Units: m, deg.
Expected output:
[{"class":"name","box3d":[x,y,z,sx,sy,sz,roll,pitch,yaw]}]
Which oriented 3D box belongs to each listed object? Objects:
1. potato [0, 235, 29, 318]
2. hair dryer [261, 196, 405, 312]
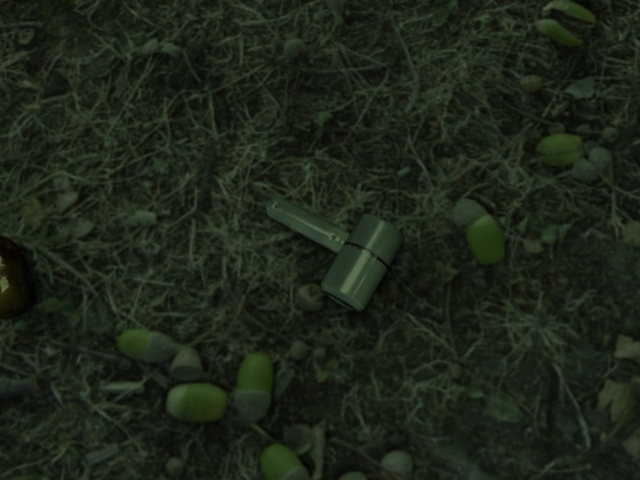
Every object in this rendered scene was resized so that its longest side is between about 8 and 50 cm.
[{"class":"potato","box3d":[-0.301,0.033,0.572,0.051,0.040,0.083,-26,81,19]},{"class":"hair dryer","box3d":[0.000,0.000,0.570,0.137,0.047,0.082,29,79,15]}]
